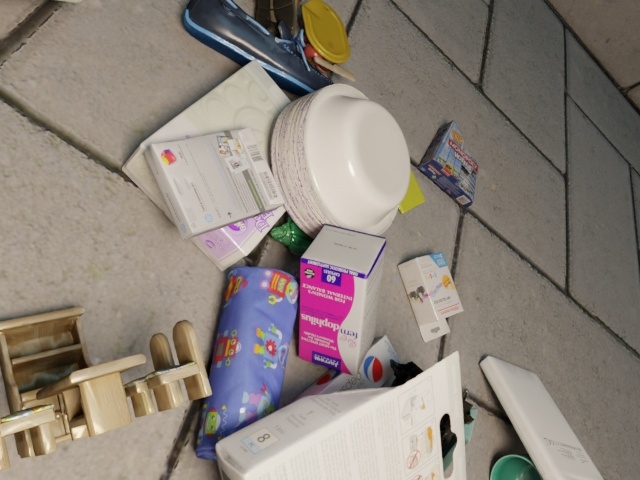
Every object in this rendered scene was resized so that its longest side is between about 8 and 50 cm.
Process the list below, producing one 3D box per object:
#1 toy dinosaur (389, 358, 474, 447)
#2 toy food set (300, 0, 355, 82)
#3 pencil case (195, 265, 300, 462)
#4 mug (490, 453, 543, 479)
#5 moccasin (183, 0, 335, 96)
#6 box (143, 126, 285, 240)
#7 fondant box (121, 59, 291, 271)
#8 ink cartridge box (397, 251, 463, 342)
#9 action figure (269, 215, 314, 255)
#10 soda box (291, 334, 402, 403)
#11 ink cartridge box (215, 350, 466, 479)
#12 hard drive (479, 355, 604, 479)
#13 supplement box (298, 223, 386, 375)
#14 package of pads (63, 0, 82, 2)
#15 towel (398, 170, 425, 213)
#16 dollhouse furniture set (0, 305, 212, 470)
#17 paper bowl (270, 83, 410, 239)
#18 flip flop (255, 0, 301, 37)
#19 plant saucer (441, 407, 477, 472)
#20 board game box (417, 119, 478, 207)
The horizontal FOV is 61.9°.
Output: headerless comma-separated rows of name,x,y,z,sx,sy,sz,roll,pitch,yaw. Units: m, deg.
toy dinosaur,0.158,0.344,0.969,0.164,0.218,0.322,25,14,12
toy food set,-0.001,-0.452,1.235,0.128,0.071,0.218,9,61,-37
pencil case,-0.105,0.189,0.829,0.133,0.119,0.306,34,51,-41
mug,0.444,0.535,1.127,0.097,0.129,0.158,15,60,-38
moccasin,-0.096,-0.390,1.062,0.342,0.137,0.117,24,90,-32
box,-0.159,-0.095,0.835,0.186,0.038,0.145,-23,87,-44
fondant box,-0.146,-0.144,0.959,0.238,0.096,0.330,48,49,-13
ink cartridge box,0.254,0.125,1.197,0.104,0.061,0.181,-10,78,-42
action figure,0.000,0.000,1.039,0.232,0.063,0.137,13,65,-40
soda box,0.053,0.256,0.961,0.216,0.074,0.069,-29,91,-44
ink cartridge box,0.056,0.354,0.783,0.385,0.091,0.308,-19,110,-33
hard drive,0.494,0.411,1.189,0.203,0.040,0.308,25,28,-30
supplement box,0.035,0.101,0.900,0.114,0.111,0.220,-54,152,-51
package of pads,-0.480,-0.468,0.757,0.229,0.101,0.296,-14,59,-43
towel,0.171,-0.184,1.298,0.102,0.021,0.237,-27,90,-38
dollhouse furniture set,-0.286,0.143,0.611,0.212,0.242,0.161,-9,77,-42
paper bowl,0.056,-0.142,0.971,0.284,0.148,0.284,12,74,-46
flip flop,-0.085,-0.540,1.195,0.112,0.080,0.277,3,76,6
plant saucer,0.257,0.385,1.021,0.018,0.192,0.067,20,51,11
board game box,0.362,-0.220,1.444,0.194,0.060,0.194,35,53,-24
